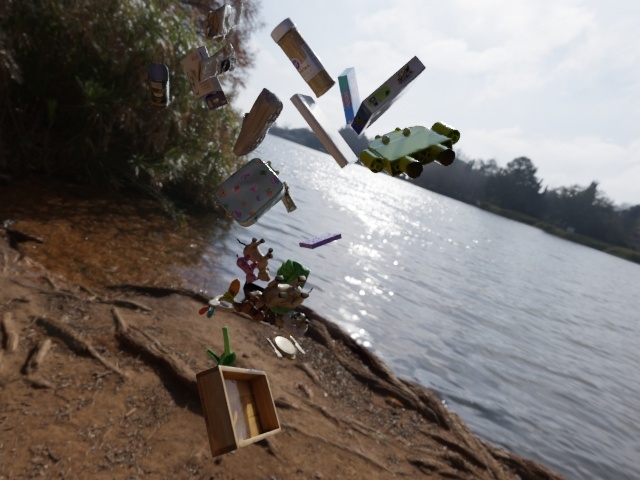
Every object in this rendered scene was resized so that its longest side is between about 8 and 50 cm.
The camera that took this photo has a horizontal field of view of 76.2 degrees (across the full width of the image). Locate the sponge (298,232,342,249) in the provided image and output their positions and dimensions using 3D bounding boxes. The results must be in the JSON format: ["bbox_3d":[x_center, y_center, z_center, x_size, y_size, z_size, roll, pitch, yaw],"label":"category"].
[{"bbox_3d":[0.000,0.000,2.162,0.210,0.031,0.117,-20,16,-35],"label":"sponge"}]

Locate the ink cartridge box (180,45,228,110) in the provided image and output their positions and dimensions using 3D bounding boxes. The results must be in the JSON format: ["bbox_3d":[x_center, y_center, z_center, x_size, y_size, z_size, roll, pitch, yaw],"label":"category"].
[{"bbox_3d":[-0.479,-0.648,1.670,0.045,0.224,0.223,-33,24,-27],"label":"ink cartridge box"}]

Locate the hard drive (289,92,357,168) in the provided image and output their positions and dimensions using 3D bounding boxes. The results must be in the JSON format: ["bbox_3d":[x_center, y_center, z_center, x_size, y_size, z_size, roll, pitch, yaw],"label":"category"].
[{"bbox_3d":[0.023,-0.470,1.753,0.353,0.047,0.233,53,21,-3],"label":"hard drive"}]

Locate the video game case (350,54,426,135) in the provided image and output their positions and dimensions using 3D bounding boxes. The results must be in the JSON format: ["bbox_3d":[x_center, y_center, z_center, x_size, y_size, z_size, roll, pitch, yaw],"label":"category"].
[{"bbox_3d":[0.231,-0.510,1.466,0.061,0.244,0.269,49,-4,-2],"label":"video game case"}]

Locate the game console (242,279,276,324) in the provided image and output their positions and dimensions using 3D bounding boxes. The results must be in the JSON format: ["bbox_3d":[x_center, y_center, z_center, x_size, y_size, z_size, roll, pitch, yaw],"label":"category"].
[{"bbox_3d":[-0.306,0.355,2.210,0.213,0.361,0.044,23,55,15],"label":"game console"}]

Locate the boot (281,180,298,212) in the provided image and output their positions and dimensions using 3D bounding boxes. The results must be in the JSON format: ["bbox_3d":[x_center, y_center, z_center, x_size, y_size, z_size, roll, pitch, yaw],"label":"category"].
[{"bbox_3d":[-0.187,-0.243,2.312,0.077,0.165,0.213,-25,-2,-7],"label":"boot"}]

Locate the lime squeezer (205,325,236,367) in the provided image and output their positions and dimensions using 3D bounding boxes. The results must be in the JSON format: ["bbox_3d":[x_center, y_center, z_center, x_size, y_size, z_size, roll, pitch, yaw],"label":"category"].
[{"bbox_3d":[-0.307,0.363,1.303,0.058,0.310,0.110,-5,66,-27],"label":"lime squeezer"}]

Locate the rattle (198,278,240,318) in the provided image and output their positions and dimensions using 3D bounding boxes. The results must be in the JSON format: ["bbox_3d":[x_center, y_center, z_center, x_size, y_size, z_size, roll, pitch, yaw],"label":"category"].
[{"bbox_3d":[-0.476,0.278,1.957,0.199,0.143,0.130,-2,44,-45],"label":"rattle"}]

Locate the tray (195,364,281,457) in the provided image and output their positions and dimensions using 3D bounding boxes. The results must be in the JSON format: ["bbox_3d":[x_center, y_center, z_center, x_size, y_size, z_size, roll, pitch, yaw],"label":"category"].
[{"bbox_3d":[-0.226,0.488,1.197,0.411,0.076,0.203,66,4,-68],"label":"tray"}]

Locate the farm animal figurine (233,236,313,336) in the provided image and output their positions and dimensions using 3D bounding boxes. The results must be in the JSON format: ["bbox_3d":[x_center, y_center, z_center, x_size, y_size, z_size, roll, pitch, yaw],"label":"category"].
[{"bbox_3d":[-0.195,0.182,1.538,0.326,0.172,0.331,21,50,-24],"label":"farm animal figurine"}]

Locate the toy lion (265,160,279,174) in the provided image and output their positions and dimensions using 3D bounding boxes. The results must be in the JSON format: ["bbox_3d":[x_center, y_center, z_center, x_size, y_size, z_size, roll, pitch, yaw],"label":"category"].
[{"bbox_3d":[-0.255,-0.330,2.001,0.100,0.034,0.096,50,53,-2],"label":"toy lion"}]

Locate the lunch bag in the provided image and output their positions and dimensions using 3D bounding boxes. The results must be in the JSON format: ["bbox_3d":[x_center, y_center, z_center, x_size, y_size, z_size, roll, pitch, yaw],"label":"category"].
[{"bbox_3d":[-0.307,-0.202,1.795,0.224,0.279,0.108,47,-8,5],"label":"lunch bag"}]

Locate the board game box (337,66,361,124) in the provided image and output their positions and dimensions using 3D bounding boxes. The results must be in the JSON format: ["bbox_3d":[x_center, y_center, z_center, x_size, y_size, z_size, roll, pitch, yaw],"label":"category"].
[{"bbox_3d":[0.135,-0.650,1.830,0.047,0.210,0.160,-2,34,21],"label":"board game box"}]

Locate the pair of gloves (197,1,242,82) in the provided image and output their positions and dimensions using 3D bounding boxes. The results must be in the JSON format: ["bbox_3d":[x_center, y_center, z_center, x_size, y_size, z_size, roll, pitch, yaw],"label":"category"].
[{"bbox_3d":[-0.324,-0.652,1.347,0.042,0.240,0.204,28,39,4],"label":"pair of gloves"}]

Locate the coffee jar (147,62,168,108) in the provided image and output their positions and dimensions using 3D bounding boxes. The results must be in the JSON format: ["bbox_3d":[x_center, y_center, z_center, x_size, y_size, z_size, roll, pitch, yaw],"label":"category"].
[{"bbox_3d":[-0.663,-0.628,1.673,0.078,0.096,0.184,-2,-18,-22],"label":"coffee jar"}]

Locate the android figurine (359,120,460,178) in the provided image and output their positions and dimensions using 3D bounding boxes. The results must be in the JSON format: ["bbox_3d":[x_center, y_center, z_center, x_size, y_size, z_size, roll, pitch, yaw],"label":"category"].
[{"bbox_3d":[0.223,-0.239,1.050,0.248,0.056,0.273,-21,32,-2],"label":"android figurine"}]

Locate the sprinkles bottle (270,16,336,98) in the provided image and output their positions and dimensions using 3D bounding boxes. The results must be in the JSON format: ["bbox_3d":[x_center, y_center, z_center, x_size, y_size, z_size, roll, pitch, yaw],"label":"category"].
[{"bbox_3d":[-0.076,-0.837,1.884,0.355,0.121,0.121,50,4,-16],"label":"sprinkles bottle"}]

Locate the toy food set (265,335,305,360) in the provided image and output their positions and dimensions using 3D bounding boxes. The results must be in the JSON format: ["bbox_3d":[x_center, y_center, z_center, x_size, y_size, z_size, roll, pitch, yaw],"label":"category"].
[{"bbox_3d":[-0.168,0.493,1.858,0.132,0.039,0.192,45,17,32],"label":"toy food set"}]

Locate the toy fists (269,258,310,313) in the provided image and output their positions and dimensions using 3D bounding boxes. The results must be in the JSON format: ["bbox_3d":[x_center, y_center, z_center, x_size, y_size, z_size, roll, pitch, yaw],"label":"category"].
[{"bbox_3d":[-0.156,0.219,1.878,0.142,0.279,0.096,24,22,4],"label":"toy fists"}]

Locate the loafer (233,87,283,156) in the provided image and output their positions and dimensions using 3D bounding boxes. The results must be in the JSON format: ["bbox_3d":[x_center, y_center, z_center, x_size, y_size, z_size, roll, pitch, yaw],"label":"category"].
[{"bbox_3d":[-0.270,-0.474,1.667,0.111,0.319,0.112,50,33,8],"label":"loafer"}]
